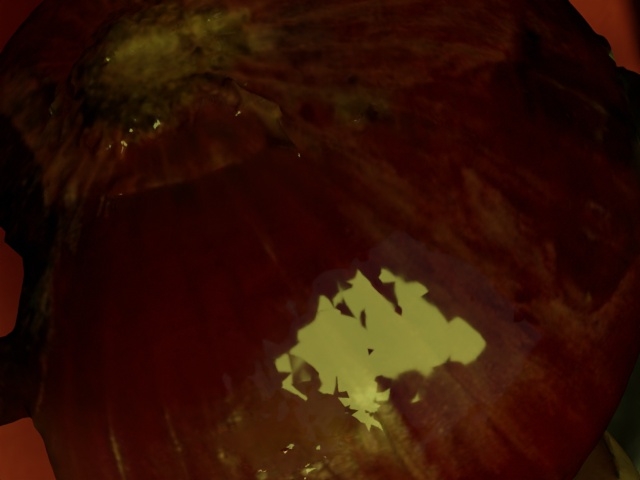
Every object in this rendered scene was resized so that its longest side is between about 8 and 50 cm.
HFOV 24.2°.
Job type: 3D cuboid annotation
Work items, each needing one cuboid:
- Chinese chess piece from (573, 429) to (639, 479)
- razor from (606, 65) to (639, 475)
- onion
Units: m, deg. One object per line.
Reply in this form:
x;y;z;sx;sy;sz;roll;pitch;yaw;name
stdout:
0.050;0.178;0.776;0.257;0.257;0.104;-34;124;-15;Chinese chess piece
0.155;0.061;0.911;0.113;0.204;0.348;-35;140;-69;razor
-0.004;-0.007;0.688;0.341;0.341;0.341;-11;114;-26;onion
